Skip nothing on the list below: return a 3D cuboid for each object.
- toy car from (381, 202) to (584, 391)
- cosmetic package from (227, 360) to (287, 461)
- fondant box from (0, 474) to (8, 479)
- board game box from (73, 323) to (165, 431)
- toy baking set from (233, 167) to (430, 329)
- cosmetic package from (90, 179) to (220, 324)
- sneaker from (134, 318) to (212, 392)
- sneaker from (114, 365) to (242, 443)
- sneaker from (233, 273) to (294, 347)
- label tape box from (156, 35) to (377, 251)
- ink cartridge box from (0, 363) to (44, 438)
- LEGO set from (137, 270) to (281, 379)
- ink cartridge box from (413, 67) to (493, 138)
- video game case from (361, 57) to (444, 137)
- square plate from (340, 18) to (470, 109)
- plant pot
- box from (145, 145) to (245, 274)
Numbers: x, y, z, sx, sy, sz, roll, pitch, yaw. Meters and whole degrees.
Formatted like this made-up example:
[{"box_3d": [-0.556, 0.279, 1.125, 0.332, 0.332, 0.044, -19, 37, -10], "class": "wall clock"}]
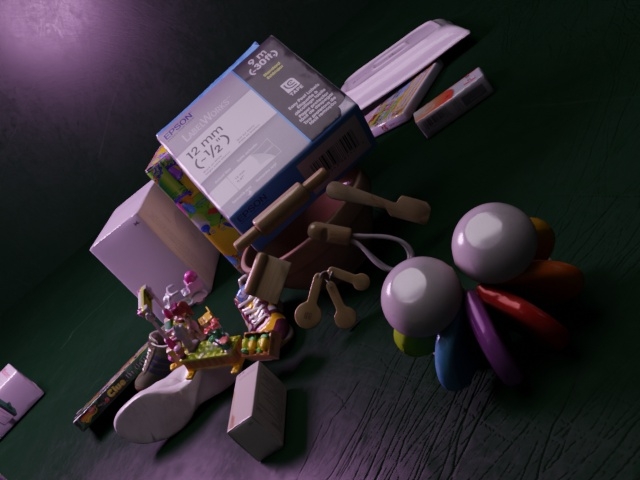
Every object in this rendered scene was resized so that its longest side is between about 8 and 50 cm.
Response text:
[{"box_3d": [0.157, 0.066, 0.683, 0.182, 0.159, 0.136, -37, 56, 10], "class": "toy car"}, {"box_3d": [-0.076, 0.207, 0.908, 0.041, 0.060, 0.115, -37, 18, 15], "class": "cosmetic package"}, {"box_3d": [-0.546, 0.367, 1.043, 0.096, 0.330, 0.238, -43, 19, -9], "class": "fondant box"}, {"box_3d": [-0.353, 0.240, 1.377, 0.260, 0.030, 0.136, -47, 9, -17], "class": "board game box"}, {"box_3d": [0.015, 0.005, 0.995, 0.256, 0.197, 0.030, -45, -5, -5], "class": "toy baking set"}, {"box_3d": [-0.341, 0.018, 1.579, 0.138, 0.224, 0.225, -37, 19, 12], "class": "cosmetic package"}, {"box_3d": [-0.267, 0.190, 1.271, 0.192, 0.086, 0.064, -33, 21, 24], "class": "sneaker"}, {"box_3d": [-0.211, 0.226, 1.119, 0.212, 0.080, 0.094, -32, 14, -3], "class": "sneaker"}, {"box_3d": [-0.095, 0.110, 1.118, 0.069, 0.084, 0.185, -41, 19, 1], "class": "sneaker"}, {"box_3d": [-0.117, -0.186, 1.170, 0.249, 0.115, 0.348, -43, 57, -3], "class": "label tape box"}, {"box_3d": [-0.786, 0.411, 1.776, 0.219, 0.092, 0.160, -50, 21, -22], "class": "ink cartridge box"}, {"box_3d": [-0.181, 0.115, 1.054, 0.132, 0.107, 0.287, -41, 31, -18], "class": "LEGO set"}, {"box_3d": [0.240, -0.273, 1.381, 0.145, 0.045, 0.179, -35, 22, 17], "class": "ink cartridge box"}, {"box_3d": [0.152, -0.294, 1.623, 0.206, 0.026, 0.227, -22, 26, 45], "class": "video game case"}, {"box_3d": [0.178, -0.424, 1.772, 0.344, 0.049, 0.347, -33, 16, 12], "class": "square plate"}, {"box_3d": [0.000, 0.000, 1.139, 0.237, 0.110, 0.237, -35, 19, 14], "class": "plant pot"}, {"box_3d": [-0.127, -0.144, 1.439, 0.290, 0.279, 0.177, -36, 20, 13], "class": "box"}]
